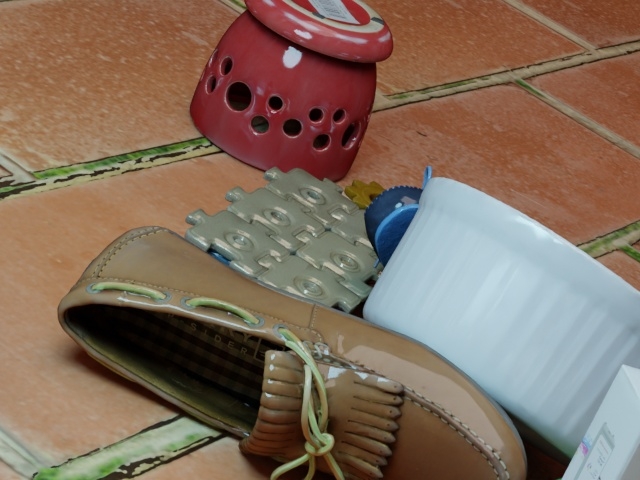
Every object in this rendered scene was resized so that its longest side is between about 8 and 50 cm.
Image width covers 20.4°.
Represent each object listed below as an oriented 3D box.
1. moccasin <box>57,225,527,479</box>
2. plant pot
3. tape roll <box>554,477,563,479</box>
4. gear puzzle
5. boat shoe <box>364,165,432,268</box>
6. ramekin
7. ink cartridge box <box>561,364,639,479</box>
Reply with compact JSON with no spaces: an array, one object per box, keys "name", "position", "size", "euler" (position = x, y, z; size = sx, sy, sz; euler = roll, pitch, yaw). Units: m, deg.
[{"name":"moccasin","position":[-0.023,0.114,1.358],"size":[0.380,0.139,0.147],"euler":[31,36,8]},{"name":"plant pot","position":[-0.028,-0.181,1.916],"size":[0.191,0.174,0.191],"euler":[17,25,-8]},{"name":"tape roll","position":[0.272,0.302,1.308],"size":[0.321,0.077,0.321],"euler":[20,24,-9]},{"name":"gear puzzle","position":[0.000,0.000,1.711],"size":[0.175,0.044,0.339],"euler":[33,27,13]},{"name":"boat shoe","position":[0.108,-0.002,1.681],"size":[0.258,0.109,0.089],"euler":[34,26,-57]},{"name":"ramekin","position":[0.169,0.080,1.481],"size":[0.277,0.135,0.277],"euler":[34,-4,3]},{"name":"ink cartridge box","position":[0.241,0.162,1.231],"size":[0.115,0.198,0.067],"euler":[15,25,-18]}]
